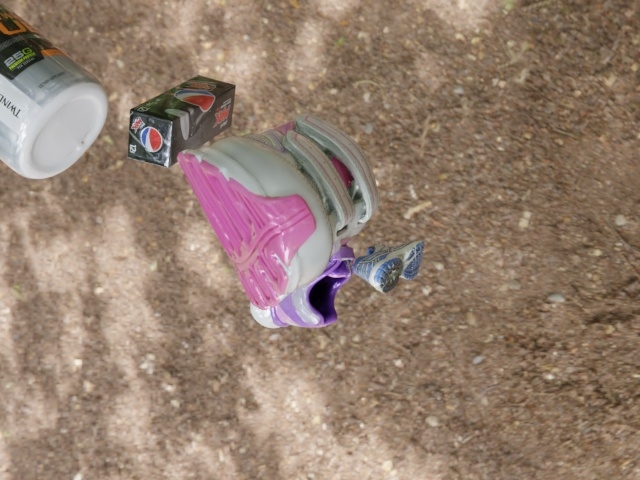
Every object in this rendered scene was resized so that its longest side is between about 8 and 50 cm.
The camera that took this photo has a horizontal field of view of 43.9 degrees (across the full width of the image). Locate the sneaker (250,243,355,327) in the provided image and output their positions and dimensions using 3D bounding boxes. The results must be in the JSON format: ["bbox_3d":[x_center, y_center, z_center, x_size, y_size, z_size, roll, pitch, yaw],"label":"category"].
[{"bbox_3d":[0.000,0.000,0.933,0.104,0.095,0.237,16,94,38],"label":"sneaker"}]

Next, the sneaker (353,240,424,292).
[{"bbox_3d":[0.086,0.021,0.986,0.058,0.135,0.052,22,110,26],"label":"sneaker"}]

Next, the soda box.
[{"bbox_3d":[-0.158,-0.142,0.922,0.053,0.169,0.060,17,119,12],"label":"soda box"}]

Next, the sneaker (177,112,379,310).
[{"bbox_3d":[-0.018,-0.034,0.504,0.111,0.252,0.103,-27,101,-3],"label":"sneaker"}]

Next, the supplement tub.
[{"bbox_3d":[-0.509,-0.259,1.250,0.316,0.193,0.194,38,109,10],"label":"supplement tub"}]
